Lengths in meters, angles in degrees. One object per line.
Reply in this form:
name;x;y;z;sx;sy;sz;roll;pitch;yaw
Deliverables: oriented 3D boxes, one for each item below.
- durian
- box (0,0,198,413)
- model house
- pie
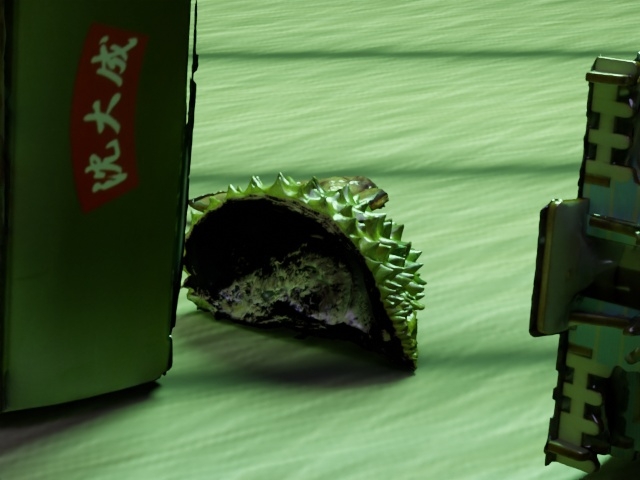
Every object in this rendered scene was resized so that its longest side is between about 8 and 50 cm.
durian;0.002;0.000;1.243;0.187;0.119;0.108;13;26;24
box;-0.251;-0.137;1.182;0.138;0.373;0.420;-11;26;-38
model house;0.248;0.027;1.008;0.206;0.271;0.178;15;12;42
pie;-0.012;-0.029;1.435;0.170;0.034;0.092;-9;21;-35
